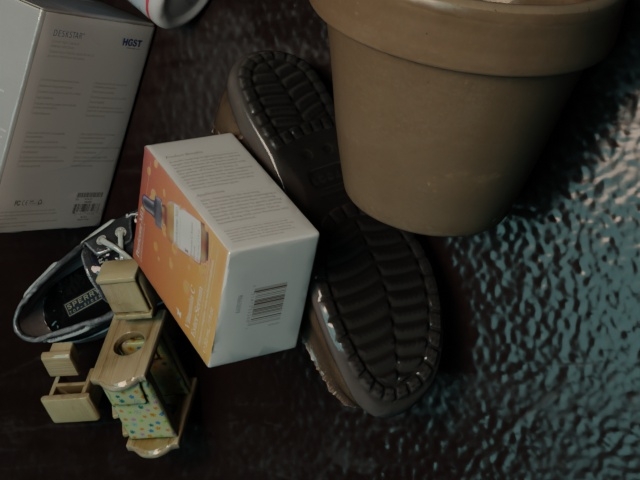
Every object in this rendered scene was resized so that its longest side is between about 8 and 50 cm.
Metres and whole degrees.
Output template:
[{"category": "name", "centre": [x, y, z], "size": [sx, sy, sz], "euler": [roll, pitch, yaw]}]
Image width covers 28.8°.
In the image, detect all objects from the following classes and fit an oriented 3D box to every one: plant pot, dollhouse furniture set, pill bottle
[{"category": "plant pot", "centre": [0.106, -0.137, 1.055], "size": [0.263, 0.263, 0.229], "euler": [25, 124, 24]}, {"category": "dollhouse furniture set", "centre": [-0.234, 0.124, 1.251], "size": [0.161, 0.101, 0.182], "euler": [-6, 130, 16]}, {"category": "pill bottle", "centre": [-0.187, -0.293, 1.267], "size": [0.160, 0.087, 0.087], "euler": [41, 111, 19]}]

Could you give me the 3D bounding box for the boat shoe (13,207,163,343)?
[{"category": "boat shoe", "centre": [-0.201, 0.024, 1.292], "size": [0.301, 0.102, 0.108], "euler": [-29, 81, 27]}]

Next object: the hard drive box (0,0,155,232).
[{"category": "hard drive box", "centre": [-0.283, -0.132, 1.280], "size": [0.089, 0.181, 0.232], "euler": [26, 105, 25]}]

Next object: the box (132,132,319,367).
[{"category": "box", "centre": [-0.089, 0.005, 1.113], "size": [0.170, 0.091, 0.130], "euler": [48, 138, 41]}]

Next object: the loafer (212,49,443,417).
[{"category": "loafer", "centre": [0.000, 0.000, 1.187], "size": [0.130, 0.133, 0.366], "euler": [-43, 64, 53]}]
